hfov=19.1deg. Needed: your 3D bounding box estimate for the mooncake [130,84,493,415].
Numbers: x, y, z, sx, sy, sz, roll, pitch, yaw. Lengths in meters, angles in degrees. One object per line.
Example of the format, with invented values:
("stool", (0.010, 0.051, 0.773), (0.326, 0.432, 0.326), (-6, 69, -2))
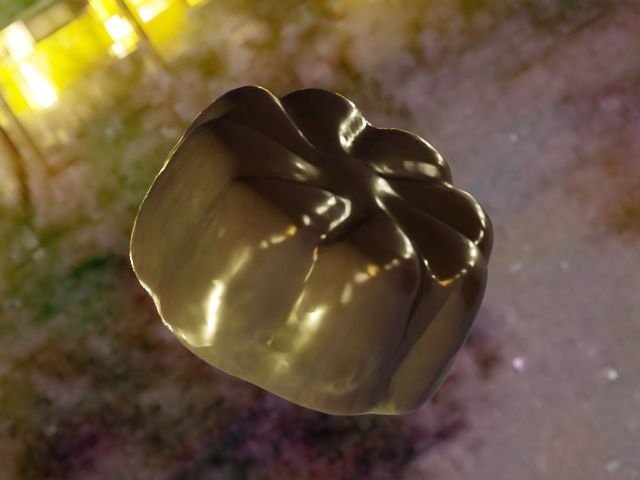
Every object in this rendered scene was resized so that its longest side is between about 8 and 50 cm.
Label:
("mooncake", (0.000, 0.000, 1.509), (0.154, 0.306, 0.306), (-62, 174, 26))
